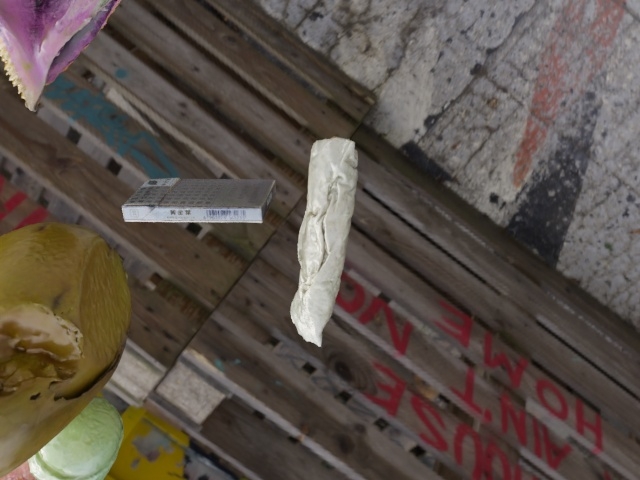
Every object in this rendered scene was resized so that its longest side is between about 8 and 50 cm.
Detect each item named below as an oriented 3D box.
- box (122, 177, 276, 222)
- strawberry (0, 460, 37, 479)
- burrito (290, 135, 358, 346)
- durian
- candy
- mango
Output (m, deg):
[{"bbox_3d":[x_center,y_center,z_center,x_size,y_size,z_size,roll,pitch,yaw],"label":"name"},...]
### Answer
[{"bbox_3d":[-0.279,-0.096,1.587,0.325,0.180,0.047,1,116,7],"label":"box"},{"bbox_3d":[-0.526,0.327,1.154,0.286,0.106,0.188,-27,112,-1],"label":"strawberry"},{"bbox_3d":[0.000,0.000,1.199,0.117,0.076,0.392,36,126,48],"label":"burrito"},{"bbox_3d":[-0.274,-0.304,0.727,0.260,0.154,0.186,-39,120,-4],"label":"durian"},{"bbox_3d":[-0.291,0.280,0.761,0.092,0.093,0.335,1,140,-28],"label":"candy"},{"bbox_3d":[-0.220,0.074,0.476,0.167,0.262,0.130,-29,109,-1],"label":"mango"}]
